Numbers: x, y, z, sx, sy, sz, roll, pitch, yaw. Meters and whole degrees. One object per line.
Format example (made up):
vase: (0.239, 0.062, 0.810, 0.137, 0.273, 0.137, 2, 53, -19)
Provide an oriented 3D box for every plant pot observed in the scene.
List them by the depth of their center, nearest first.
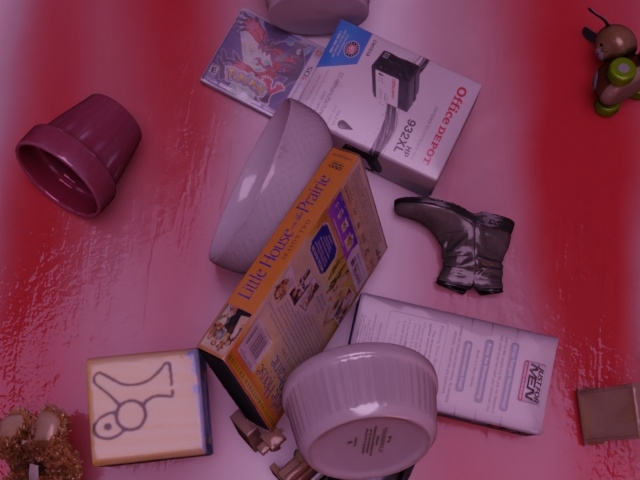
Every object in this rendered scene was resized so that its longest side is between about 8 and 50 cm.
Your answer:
plant pot: (-0.443, -0.173, 1.966, 0.201, 0.201, 0.180, 34, 62, 5)

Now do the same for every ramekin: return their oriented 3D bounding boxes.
ramekin: (0.073, 0.298, 1.746, 0.273, 0.272, 0.127, -5, 49, -3)

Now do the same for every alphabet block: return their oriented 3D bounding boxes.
alphabet block: (-0.302, 0.301, 1.855, 0.197, 0.193, 0.192, -5, 76, -3)

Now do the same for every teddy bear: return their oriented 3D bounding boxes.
teddy bear: (-0.475, 0.449, 1.832, 0.245, 0.113, 0.338, -28, 84, 22)

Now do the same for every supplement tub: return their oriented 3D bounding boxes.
supplement tub: (-0.008, -0.595, 2.042, 0.236, 0.235, 0.324, -1, 77, -2)

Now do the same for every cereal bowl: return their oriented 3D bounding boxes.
cereal bowl: (-0.070, -0.082, 1.886, 0.141, 0.339, 0.339, 27, 77, -12)

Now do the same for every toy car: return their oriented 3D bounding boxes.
toy car: (0.577, -0.373, 2.063, 0.149, 0.155, 0.188, -28, 70, -8)

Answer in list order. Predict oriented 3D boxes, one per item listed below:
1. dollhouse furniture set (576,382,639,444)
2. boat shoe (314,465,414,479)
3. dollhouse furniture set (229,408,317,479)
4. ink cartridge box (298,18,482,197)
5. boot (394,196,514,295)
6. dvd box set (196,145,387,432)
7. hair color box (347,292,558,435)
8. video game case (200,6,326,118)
dollhouse furniture set: (0.630, 0.317, 1.936, 0.242, 0.161, 0.212, 1, 77, -24)
boat shoe: (0.066, 0.455, 1.873, 0.340, 0.113, 0.127, -39, 82, -9)
dollhouse furniture set: (-0.061, 0.354, 1.891, 0.123, 0.144, 0.151, -40, 67, -14)
ink cartridge box: (0.128, -0.256, 2.025, 0.307, 0.129, 0.223, 26, 77, 4)
boot: (0.247, 0.012, 1.999, 0.247, 0.083, 0.161, 14, 83, 3)
dvd box set: (-0.032, 0.089, 1.773, 0.062, 0.307, 0.420, 23, 67, 26)
hair color box: (0.234, 0.233, 1.930, 0.375, 0.113, 0.185, 13, 78, 2)
video game case: (-0.112, -0.352, 2.093, 0.201, 0.023, 0.183, 27, 78, 4)
